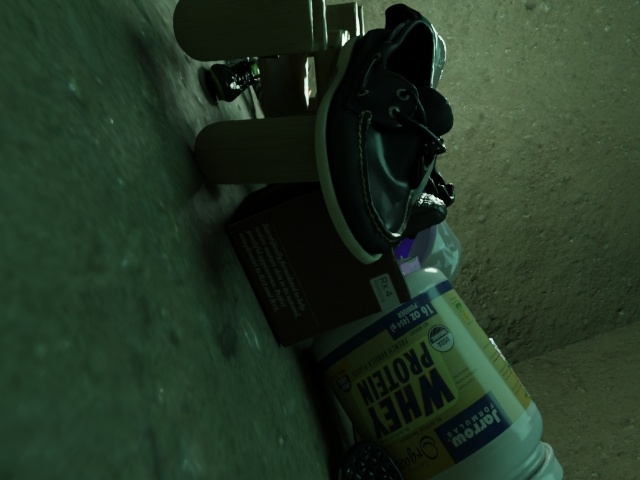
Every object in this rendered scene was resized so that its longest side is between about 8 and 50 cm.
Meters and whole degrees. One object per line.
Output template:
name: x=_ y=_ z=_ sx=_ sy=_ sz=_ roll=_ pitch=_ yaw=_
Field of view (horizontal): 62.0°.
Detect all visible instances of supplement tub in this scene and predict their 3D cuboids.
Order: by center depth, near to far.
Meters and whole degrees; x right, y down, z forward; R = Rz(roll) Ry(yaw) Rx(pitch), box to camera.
supplement tub: x=0.156 y=0.222 z=0.745 sx=0.316 sy=0.228 sz=0.228 roll=57 pitch=2 yaw=15

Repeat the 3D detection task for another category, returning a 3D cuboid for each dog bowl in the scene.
dog bowl: x=0.153 y=0.032 z=1.279 sx=0.102 sy=0.349 sz=0.348 roll=47 pitch=19 yaw=-41

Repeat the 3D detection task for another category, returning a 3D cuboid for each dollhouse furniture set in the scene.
dollhouse furniture set: x=-0.095 y=-0.289 z=0.688 sx=0.362 sy=0.257 sz=0.394 roll=-56 pitch=143 yaw=-67

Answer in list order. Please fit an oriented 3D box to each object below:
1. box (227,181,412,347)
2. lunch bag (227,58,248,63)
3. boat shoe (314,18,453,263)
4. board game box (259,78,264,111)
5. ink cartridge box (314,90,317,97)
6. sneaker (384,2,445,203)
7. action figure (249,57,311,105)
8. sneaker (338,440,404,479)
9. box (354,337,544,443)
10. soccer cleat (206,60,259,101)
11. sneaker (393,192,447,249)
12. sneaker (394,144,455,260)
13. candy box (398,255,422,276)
box: x=0.000 y=0.000 z=0.697 sx=0.203 sy=0.167 sz=0.168 roll=-90 pitch=158 yaw=-75
lunch bag: x=-0.179 y=-0.408 z=1.094 sx=0.071 sy=0.053 sz=0.083 roll=-99 pitch=177 yaw=-55
boat shoe: x=0.080 y=-0.126 z=0.550 sx=0.127 sy=0.113 sz=0.340 roll=53 pitch=32 yaw=-32
board game box: x=-0.084 y=-0.304 z=1.555 sx=0.242 sy=0.064 sz=0.316 roll=-102 pitch=170 yaw=-57
ink cartridge box: x=0.056 y=-0.133 z=1.108 sx=0.270 sy=0.151 sz=0.395 roll=60 pitch=43 yaw=-56
sneaker: x=0.104 y=-0.197 z=0.780 sx=0.121 sy=0.108 sz=0.302 roll=23 pitch=72 yaw=-50
action figure: x=-0.053 y=-0.273 z=1.257 sx=0.341 sy=0.179 sz=0.330 roll=25 pitch=48 yaw=-61
sneaker: x=0.073 y=0.364 z=0.659 sx=0.097 sy=0.084 sz=0.234 roll=145 pitch=-73 yaw=-71
box: x=0.239 y=0.377 z=0.969 sx=0.177 sy=0.290 sz=0.279 roll=-98 pitch=167 yaw=-67
soccer cleat: x=-0.136 y=-0.265 z=0.860 sx=0.179 sy=0.072 sz=0.060 roll=-97 pitch=165 yaw=-68
sneaker: x=0.079 y=0.002 z=0.884 sx=0.109 sy=0.286 sz=0.130 roll=-34 pitch=105 yaw=-57
sneaker: x=0.197 y=-0.069 z=1.088 sx=0.102 sy=0.146 sz=0.293 roll=-30 pitch=125 yaw=-62
candy box: x=0.107 y=0.140 z=0.960 sx=0.071 sy=0.233 sz=0.159 roll=-20 pitch=-87 yaw=55
